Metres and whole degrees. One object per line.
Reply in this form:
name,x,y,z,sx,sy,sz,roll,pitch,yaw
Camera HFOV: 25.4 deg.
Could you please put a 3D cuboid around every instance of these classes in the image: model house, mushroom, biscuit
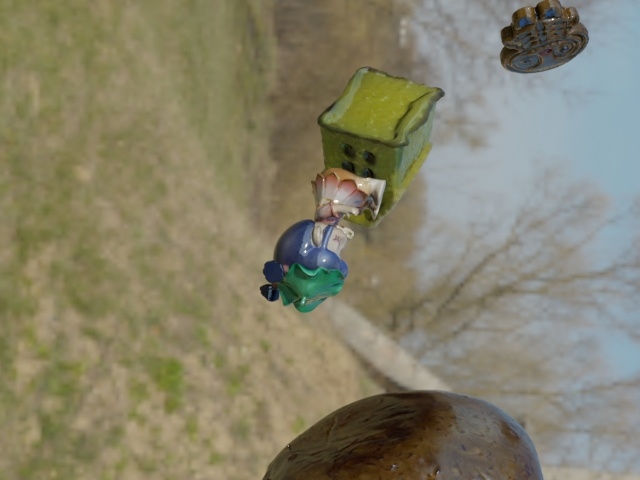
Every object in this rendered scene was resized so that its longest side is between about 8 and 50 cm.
model house,0.106,-0.145,2.437,0.193,0.175,0.234,-57,151,-43
mushroom,0.086,0.289,1.599,0.239,0.345,0.345,50,20,-23
biscuit,0.298,-0.268,1.913,0.175,0.124,0.026,47,27,-66

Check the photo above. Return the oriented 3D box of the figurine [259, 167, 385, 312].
figurine,0.000,0.000,1.763,0.111,0.102,0.195,97,16,-61
